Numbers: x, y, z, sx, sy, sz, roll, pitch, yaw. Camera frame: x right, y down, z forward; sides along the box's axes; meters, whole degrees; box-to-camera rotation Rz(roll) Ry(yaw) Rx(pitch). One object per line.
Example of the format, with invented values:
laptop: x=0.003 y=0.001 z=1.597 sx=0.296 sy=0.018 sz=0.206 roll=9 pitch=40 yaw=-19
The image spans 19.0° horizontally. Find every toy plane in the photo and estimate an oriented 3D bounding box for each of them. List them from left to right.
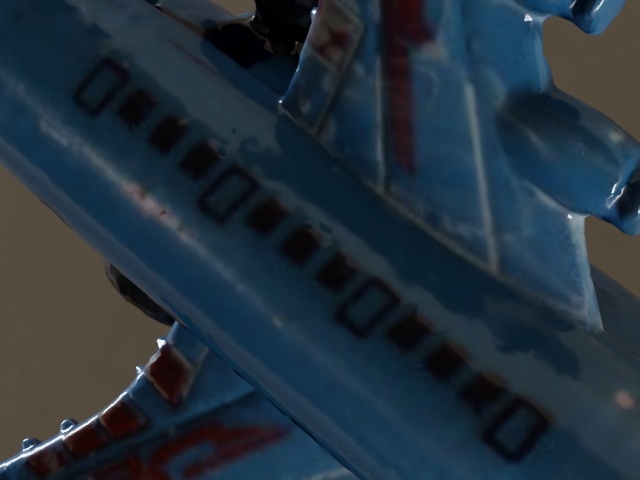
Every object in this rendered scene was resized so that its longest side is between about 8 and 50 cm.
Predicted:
toy plane: x=0.000 y=0.000 z=0.379 sx=0.271 sy=0.105 sz=0.254 roll=33 pitch=-59 yaw=9
